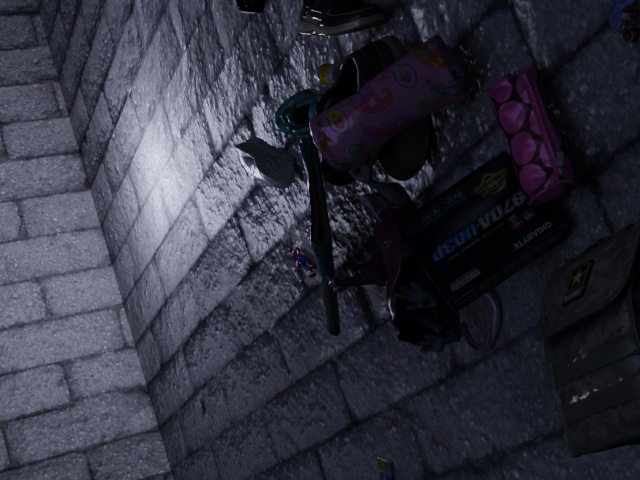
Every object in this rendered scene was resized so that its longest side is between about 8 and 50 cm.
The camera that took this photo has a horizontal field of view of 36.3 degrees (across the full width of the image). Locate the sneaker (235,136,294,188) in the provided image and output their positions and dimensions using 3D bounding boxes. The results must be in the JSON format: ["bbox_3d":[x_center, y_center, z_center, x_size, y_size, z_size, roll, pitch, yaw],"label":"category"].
[{"bbox_3d":[-0.122,-0.168,2.338,0.235,0.090,0.094,44,149,53],"label":"sneaker"}]

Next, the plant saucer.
[{"bbox_3d":[0.157,-0.212,1.835,0.199,0.036,0.198,33,128,54],"label":"plant saucer"}]

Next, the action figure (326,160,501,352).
[{"bbox_3d":[0.167,0.009,1.787,0.370,0.276,0.248,-105,26,-52],"label":"action figure"}]

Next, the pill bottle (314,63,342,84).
[{"bbox_3d":[0.020,-0.347,2.032,0.083,0.043,0.043,18,115,59],"label":"pill bottle"}]

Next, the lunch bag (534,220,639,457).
[{"bbox_3d":[0.418,0.128,1.341,0.235,0.169,0.286,132,130,-61],"label":"lunch bag"}]

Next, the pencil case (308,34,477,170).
[{"bbox_3d":[0.120,-0.231,1.673,0.284,0.124,0.124,-31,66,18],"label":"pencil case"}]

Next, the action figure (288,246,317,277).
[{"bbox_3d":[-0.046,0.046,2.317,0.115,0.030,0.038,45,142,50],"label":"action figure"}]

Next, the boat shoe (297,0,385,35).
[{"bbox_3d":[0.031,-0.453,1.916,0.285,0.103,0.092,-156,55,-64],"label":"boat shoe"}]

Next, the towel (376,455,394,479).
[{"bbox_3d":[0.144,0.519,2.151,0.060,0.009,0.083,9,107,60],"label":"towel"}]

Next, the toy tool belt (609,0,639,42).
[{"bbox_3d":[0.409,-0.306,1.314,0.052,0.051,0.083,38,132,52],"label":"toy tool belt"}]

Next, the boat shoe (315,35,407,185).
[{"bbox_3d":[0.051,-0.240,1.843,0.132,0.130,0.355,60,147,32],"label":"boat shoe"}]

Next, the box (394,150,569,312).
[{"bbox_3d":[0.254,-0.016,1.555,0.175,0.220,0.051,59,-174,34],"label":"box"}]

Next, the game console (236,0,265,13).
[{"bbox_3d":[-0.161,-0.705,2.239,0.213,0.044,0.361,28,124,56],"label":"game console"}]

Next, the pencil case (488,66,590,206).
[{"bbox_3d":[0.326,-0.162,1.482,0.098,0.095,0.209,73,178,-76],"label":"pencil case"}]

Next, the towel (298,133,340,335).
[{"bbox_3d":[0.000,0.000,1.996,0.370,0.040,0.271,83,179,-58],"label":"towel"}]

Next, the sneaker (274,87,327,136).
[{"bbox_3d":[-0.037,-0.274,2.093,0.275,0.110,0.107,3,102,62],"label":"sneaker"}]
